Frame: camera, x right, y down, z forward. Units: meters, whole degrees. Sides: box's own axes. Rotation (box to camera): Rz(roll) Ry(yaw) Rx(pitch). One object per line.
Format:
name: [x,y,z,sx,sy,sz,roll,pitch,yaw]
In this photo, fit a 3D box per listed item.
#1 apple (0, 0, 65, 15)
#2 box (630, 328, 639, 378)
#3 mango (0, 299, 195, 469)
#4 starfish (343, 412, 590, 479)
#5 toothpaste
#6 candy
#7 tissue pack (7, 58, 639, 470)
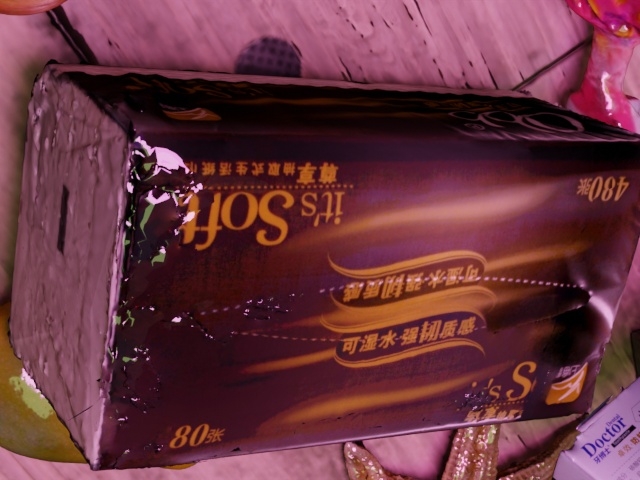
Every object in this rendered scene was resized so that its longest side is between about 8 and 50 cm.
apple: [-0.175,-0.222,0.624,0.199,0.199,0.199,-8,115,-17]
box: [0.384,0.153,0.949,0.149,0.231,0.155,-20,118,-10]
mango: [-0.157,0.096,0.818,0.191,0.085,0.122,10,89,-30]
starfish: [0.114,0.224,0.996,0.277,0.062,0.235,-37,114,3]
toothpaste: [0.297,0.101,0.833,0.313,0.089,0.071,-34,146,-26]
candy: [0.199,-0.101,0.862,0.124,0.124,0.365,1,120,-20]
tissue pack: [0.000,0.000,0.738,0.370,0.198,0.209,-2,116,-30]
